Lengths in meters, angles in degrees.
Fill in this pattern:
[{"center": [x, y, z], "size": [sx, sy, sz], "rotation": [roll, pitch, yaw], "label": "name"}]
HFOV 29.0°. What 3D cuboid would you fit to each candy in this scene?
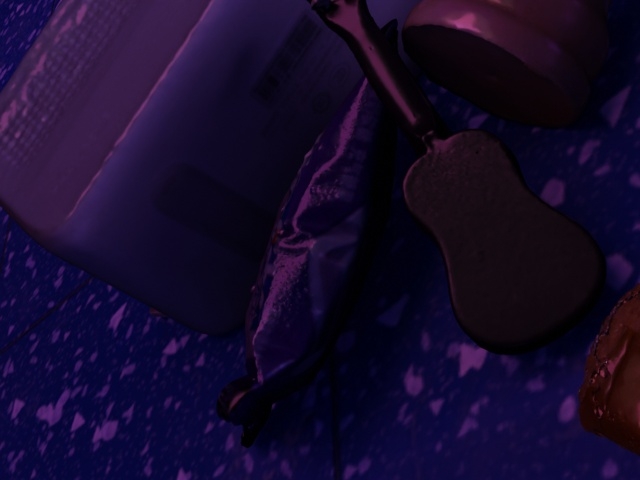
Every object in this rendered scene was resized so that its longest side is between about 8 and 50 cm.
[{"center": [0.000, 0.000, 0.771], "size": [0.145, 0.070, 0.275], "rotation": [87, -154, -81], "label": "candy"}]

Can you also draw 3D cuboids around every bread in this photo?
[{"center": [0.163, 0.064, 0.526], "size": [0.070, 0.077, 0.083], "rotation": [13, 73, 61], "label": "bread"}]

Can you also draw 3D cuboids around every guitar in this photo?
[{"center": [0.056, -0.063, 0.677], "size": [0.084, 0.038, 0.271], "rotation": [-33, 73, 7], "label": "guitar"}]

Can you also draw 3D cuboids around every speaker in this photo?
[{"center": [-0.057, -0.147, 0.876], "size": [0.183, 0.184, 0.406], "rotation": [38, 96, 42], "label": "speaker"}]

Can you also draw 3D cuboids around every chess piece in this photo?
[{"center": [0.189, -0.264, 0.749], "size": [0.117, 0.117, 0.397], "rotation": [14, 73, 57], "label": "chess piece"}]

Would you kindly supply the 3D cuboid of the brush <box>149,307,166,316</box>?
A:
[{"center": [-0.072, -0.088, 1.017], "size": [0.060, 0.050, 0.321], "rotation": [1, 65, 50], "label": "brush"}]
